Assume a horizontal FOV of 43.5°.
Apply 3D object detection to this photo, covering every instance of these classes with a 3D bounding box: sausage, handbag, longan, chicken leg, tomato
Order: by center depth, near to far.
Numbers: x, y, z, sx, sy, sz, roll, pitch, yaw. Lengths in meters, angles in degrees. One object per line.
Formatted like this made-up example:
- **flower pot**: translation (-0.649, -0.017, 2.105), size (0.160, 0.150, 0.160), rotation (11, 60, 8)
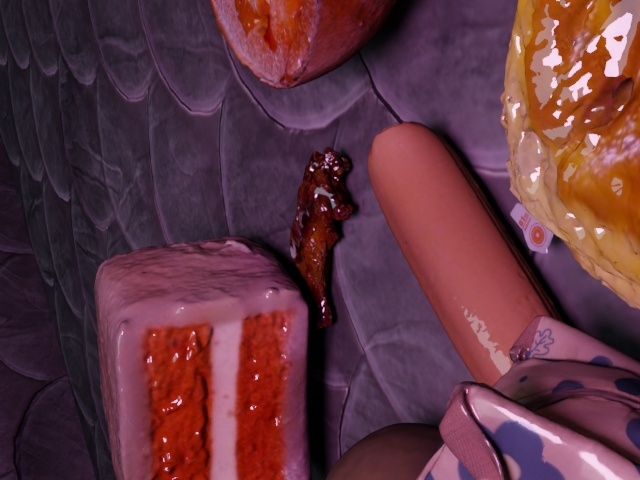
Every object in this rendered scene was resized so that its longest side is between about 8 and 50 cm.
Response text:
- **handbag**: translation (0.141, 0.186, 0.490), size (0.193, 0.190, 0.252), rotation (35, 120, 17)
- **sausage**: translation (0.120, 0.022, 0.647), size (0.289, 0.086, 0.086), rotation (65, 147, 26)
- **tomato**: translation (-0.002, -0.309, 0.700), size (0.338, 0.143, 0.339), rotation (31, 125, 59)
- **longan**: translation (0.093, 0.246, 0.707), size (0.185, 0.159, 0.204), rotation (40, 95, 23)
- **chicken leg**: translation (-0.003, -0.005, 0.892), size (0.089, 0.048, 0.219), rotation (50, 139, 46)

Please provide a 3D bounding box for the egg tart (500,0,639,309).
- **egg tart**: translation (0.223, -0.119, 0.331), size (0.339, 0.153, 0.352), rotation (-160, 70, -67)

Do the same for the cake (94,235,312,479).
- **cake**: translation (-0.143, 0.165, 0.979), size (0.230, 0.237, 0.309), rotation (-144, 50, -64)

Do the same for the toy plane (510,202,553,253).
- **toy plane**: translation (0.185, -0.066, 0.546), size (0.078, 0.053, 0.197), rotation (-117, 34, -43)
